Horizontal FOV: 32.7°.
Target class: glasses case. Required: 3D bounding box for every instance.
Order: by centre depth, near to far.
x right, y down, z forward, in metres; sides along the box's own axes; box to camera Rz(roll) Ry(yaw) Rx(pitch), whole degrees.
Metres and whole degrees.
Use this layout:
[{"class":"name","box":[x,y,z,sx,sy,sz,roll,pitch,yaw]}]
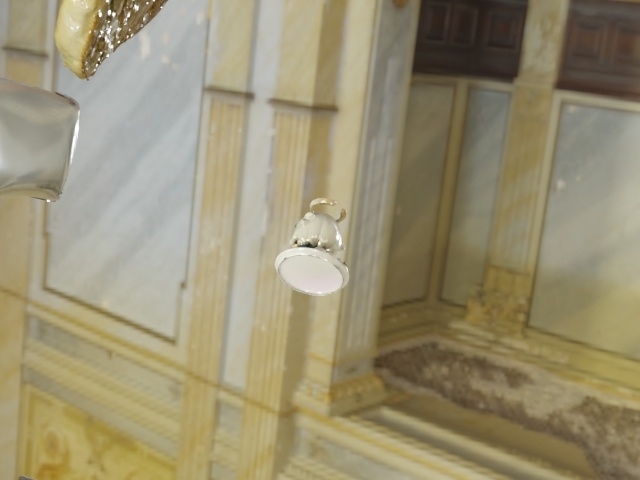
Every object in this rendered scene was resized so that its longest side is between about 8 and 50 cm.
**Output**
[{"class":"glasses case","box":[-0.324,-0.099,1.106,0.083,0.128,0.308,1,-177,3]}]

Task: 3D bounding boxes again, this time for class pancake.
[{"class":"pancake","box":[-0.147,-0.306,1.028,0.065,0.356,0.356,33,-168,-2]}]

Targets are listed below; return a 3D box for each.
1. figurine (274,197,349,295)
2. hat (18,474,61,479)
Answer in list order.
[{"class":"figurine","box":[0.000,0.000,1.878,0.132,0.132,0.153,8,-126,8]},{"class":"hat","box":[-0.379,0.348,1.525,0.087,0.042,0.058,41,-178,0]}]
